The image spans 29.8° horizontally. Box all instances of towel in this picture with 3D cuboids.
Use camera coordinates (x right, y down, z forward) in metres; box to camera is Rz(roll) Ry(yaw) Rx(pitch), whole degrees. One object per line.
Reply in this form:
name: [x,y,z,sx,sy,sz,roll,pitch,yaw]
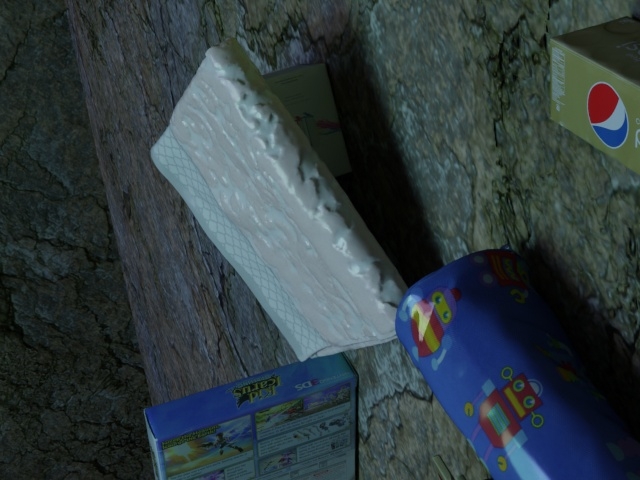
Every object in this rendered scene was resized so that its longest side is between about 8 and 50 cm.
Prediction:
towel: [-0.050,-0.022,1.281,0.332,0.053,0.317,54,157,-1]

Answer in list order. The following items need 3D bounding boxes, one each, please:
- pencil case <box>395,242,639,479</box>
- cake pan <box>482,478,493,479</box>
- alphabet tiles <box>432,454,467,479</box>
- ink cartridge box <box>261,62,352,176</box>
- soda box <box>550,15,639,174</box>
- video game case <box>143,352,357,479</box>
pencil case: [0.175,0.141,0.913,0.119,0.133,0.306,-48,50,20]
cake pan: [0.183,0.290,0.880,0.293,0.054,0.293,41,-164,-14]
alphabet tiles: [0.190,0.365,1.133,0.285,0.011,0.342,58,171,39]
ink cartridge box: [-0.032,-0.117,1.339,0.092,0.090,0.143,-161,54,-69]
soda box: [0.208,-0.072,0.701,0.181,0.061,0.058,-132,30,-52]
video game case: [-0.085,0.279,1.581,0.061,0.270,0.244,-122,23,-44]
